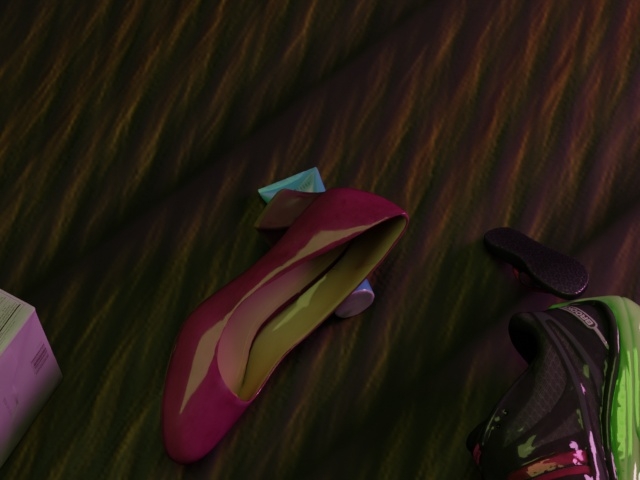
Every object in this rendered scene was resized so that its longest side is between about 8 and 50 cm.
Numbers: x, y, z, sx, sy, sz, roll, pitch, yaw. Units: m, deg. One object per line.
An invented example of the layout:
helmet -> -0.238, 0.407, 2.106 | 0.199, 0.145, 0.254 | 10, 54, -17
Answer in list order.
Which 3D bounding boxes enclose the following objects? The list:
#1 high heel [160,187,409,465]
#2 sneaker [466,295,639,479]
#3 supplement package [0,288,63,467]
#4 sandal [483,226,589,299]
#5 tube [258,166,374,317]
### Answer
high heel -> -0.045, 0.096, 1.985 | 0.181, 0.127, 0.377 | 7, 65, 40
sneaker -> 0.257, 0.277, 1.905 | 0.202, 0.185, 0.483 | 3, 52, 12
supplement package -> -0.431, 0.131, 1.986 | 0.203, 0.194, 0.149 | 26, 65, 15
sandal -> 0.259, 0.034, 2.073 | 0.067, 0.040, 0.179 | -13, 28, -26
tube -> 0.000, 0.000, 2.126 | 0.080, 0.052, 0.207 | -19, 57, -15
